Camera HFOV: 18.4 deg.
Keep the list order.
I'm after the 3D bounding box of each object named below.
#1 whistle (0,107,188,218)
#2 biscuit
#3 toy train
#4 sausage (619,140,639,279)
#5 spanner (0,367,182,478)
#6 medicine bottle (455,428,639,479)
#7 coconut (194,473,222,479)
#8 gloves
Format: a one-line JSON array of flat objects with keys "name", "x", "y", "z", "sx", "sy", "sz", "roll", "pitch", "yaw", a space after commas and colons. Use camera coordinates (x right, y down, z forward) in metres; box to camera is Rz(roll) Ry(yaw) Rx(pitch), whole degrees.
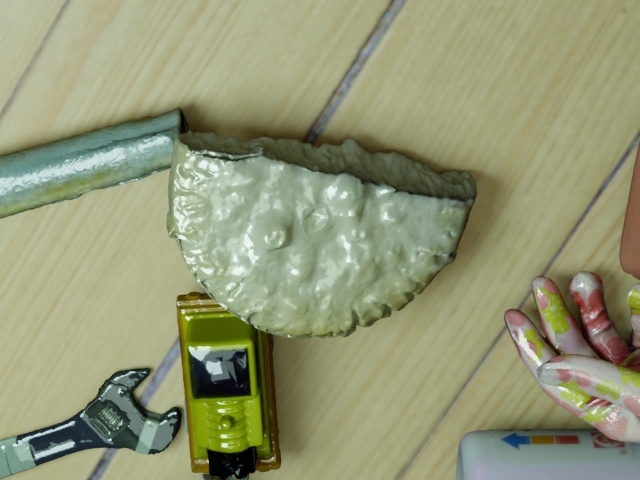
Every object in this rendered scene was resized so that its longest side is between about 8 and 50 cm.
[{"name": "whistle", "x": -0.274, "y": -0.054, "z": 1.783, "sx": 0.326, "sy": 0.057, "sz": 0.068, "roll": -14, "pitch": 152, "yaw": 6}, {"name": "biscuit", "x": 0.000, "y": 0.000, "z": 1.753, "sx": 0.281, "sy": 0.084, "sz": 0.179, "roll": 4, "pitch": 100, "yaw": -17}, {"name": "toy train", "x": -0.086, "y": 0.137, "z": 1.818, "sx": 0.089, "sy": 0.127, "sz": 0.219, "roll": -2, "pitch": 109, "yaw": 2}, {"name": "sausage", "x": 0.310, "y": -0.038, "z": 1.788, "sx": 0.062, "sy": 0.062, "sz": 0.154, "roll": 7, "pitch": 111, "yaw": -2}, {"name": "spanner", "x": -0.288, "y": 0.198, "z": 1.898, "sx": 0.316, "sy": 0.024, "sz": 0.087, "roll": -17, "pitch": 108, "yaw": 8}, {"name": "medicine bottle", "x": 0.256, "y": 0.251, "z": 1.847, "sx": 0.255, "sy": 0.152, "sz": 0.152, "roll": 1, "pitch": 110, "yaw": -1}, {"name": "coconut", "x": -0.108, "y": 0.285, "z": 1.877, "sx": 0.122, "sy": 0.116, "sz": 0.116, "roll": -34, "pitch": 106, "yaw": 11}, {"name": "gloves", "x": 0.281, "y": 0.122, "z": 1.811, "sx": 0.241, "sy": 0.145, "sz": 0.126, "roll": 17, "pitch": 141, "yaw": 20}]
